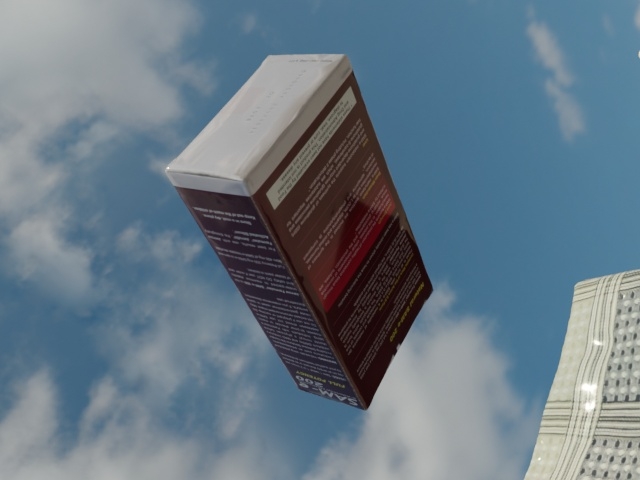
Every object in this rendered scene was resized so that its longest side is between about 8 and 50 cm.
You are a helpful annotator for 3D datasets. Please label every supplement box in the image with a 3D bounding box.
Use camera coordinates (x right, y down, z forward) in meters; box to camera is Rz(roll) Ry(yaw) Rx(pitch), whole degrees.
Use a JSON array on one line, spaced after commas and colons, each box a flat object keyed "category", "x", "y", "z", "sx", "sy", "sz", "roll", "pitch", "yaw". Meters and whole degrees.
[{"category": "supplement box", "x": 0.000, "y": 0.000, "z": 0.551, "sx": 0.130, "sy": 0.073, "sz": 0.239, "roll": -55, "pitch": -43, "yaw": -32}]

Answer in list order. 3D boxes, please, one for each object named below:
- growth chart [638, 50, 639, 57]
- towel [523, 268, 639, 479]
[{"category": "growth chart", "x": 0.482, "y": -0.166, "z": 0.877, "sx": 0.237, "sy": 0.172, "sz": 0.021, "roll": 37, "pitch": -93, "yaw": -8}, {"category": "towel", "x": 0.331, "y": 0.169, "z": 0.772, "sx": 0.056, "sy": 0.312, "sz": 0.324, "roll": 26, "pitch": -107, "yaw": -18}]
